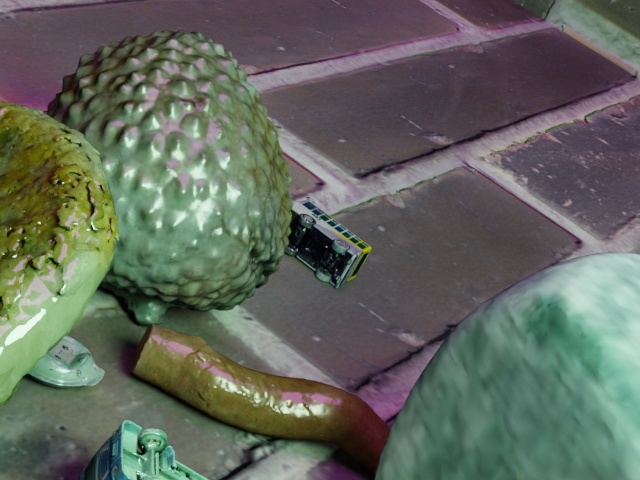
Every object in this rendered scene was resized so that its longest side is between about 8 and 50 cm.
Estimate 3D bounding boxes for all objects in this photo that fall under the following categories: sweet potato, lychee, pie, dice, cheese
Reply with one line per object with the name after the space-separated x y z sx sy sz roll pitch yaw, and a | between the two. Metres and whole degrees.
-0.027 0.146 1.172 0.281 0.059 0.067 21 36 -10 | sweet potato
-0.141 -0.057 1.235 0.255 0.274 0.255 15 -4 1 | lychee
-0.302 0.003 1.034 0.297 0.078 0.371 -26 43 -14 | pie
0.251 0.232 0.967 0.328 0.330 0.348 12 32 -27 | dice
-0.237 0.091 1.115 0.121 0.026 0.067 26 26 -1 | cheese

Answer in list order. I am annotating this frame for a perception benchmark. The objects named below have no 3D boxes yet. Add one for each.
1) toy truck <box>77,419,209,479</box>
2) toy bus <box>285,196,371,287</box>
-0.100 0.210 0.995 0.175 0.081 0.067 36 22 -26 | toy truck
0.000 0.000 1.469 0.102 0.052 0.058 37 26 17 | toy bus
